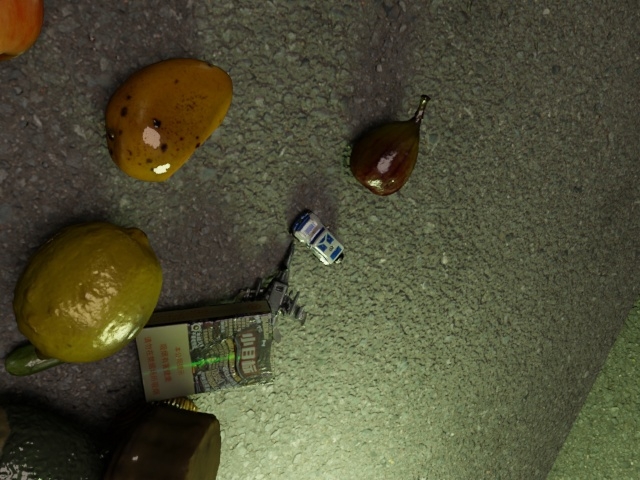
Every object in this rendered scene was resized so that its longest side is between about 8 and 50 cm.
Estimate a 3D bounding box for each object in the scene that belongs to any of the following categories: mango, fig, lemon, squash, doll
[{"bbox_3d":[-0.302,-0.254,1.049,0.290,0.160,0.191,-45,115,-14],"label":"mango"},{"bbox_3d":[0.189,-0.247,1.335,0.170,0.145,0.274,24,109,-35],"label":"fig"},{"bbox_3d":[-0.447,0.097,1.032,0.261,0.261,0.283,15,98,-34],"label":"lemon"},{"bbox_3d":[-0.544,0.225,1.130,0.239,0.069,0.069,-21,117,-22],"label":"squash"},{"bbox_3d":[-0.590,0.483,1.113,0.350,0.247,0.247,33,89,-45],"label":"doll"}]

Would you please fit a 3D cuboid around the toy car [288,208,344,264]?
[{"bbox_3d":[0.000,0.000,1.369,0.080,0.070,0.171,-50,124,-7],"label":"toy car"}]

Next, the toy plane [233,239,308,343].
[{"bbox_3d":[-0.108,0.124,1.343,0.192,0.088,0.261,19,94,-7],"label":"toy plane"}]

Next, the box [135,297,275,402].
[{"bbox_3d":[-0.268,0.257,1.254,0.311,0.084,0.198,-6,111,-13],"label":"box"}]

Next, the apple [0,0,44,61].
[{"bbox_3d":[-0.546,-0.386,0.804,0.242,0.242,0.240,-22,124,-22],"label":"apple"}]

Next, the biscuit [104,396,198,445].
[{"bbox_3d":[-0.427,0.469,1.311,0.228,0.031,0.176,-44,122,-10],"label":"biscuit"}]

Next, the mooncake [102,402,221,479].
[{"bbox_3d":[-0.348,0.530,1.171,0.187,0.324,0.323,13,103,4],"label":"mooncake"}]
